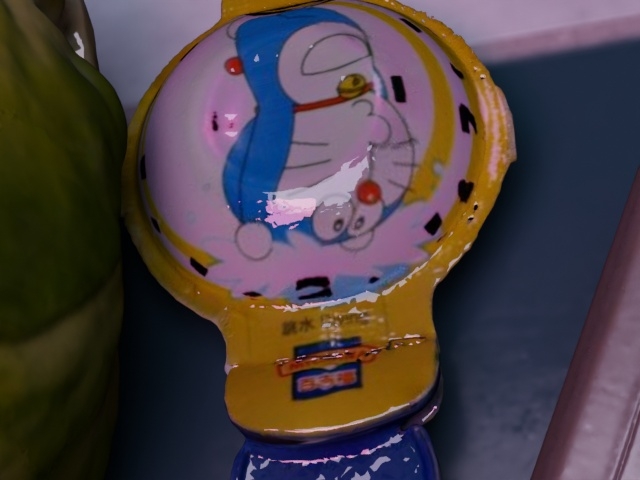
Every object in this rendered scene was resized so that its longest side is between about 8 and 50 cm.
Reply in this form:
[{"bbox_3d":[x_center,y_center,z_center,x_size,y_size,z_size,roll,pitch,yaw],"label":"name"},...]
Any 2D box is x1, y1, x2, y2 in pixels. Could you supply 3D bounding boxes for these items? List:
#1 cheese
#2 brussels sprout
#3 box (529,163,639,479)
[{"bbox_3d":[0.000,0.000,0.637,0.157,0.064,0.250,-11,64,9],"label":"cheese"},{"bbox_3d":[-0.171,0.004,0.604,0.220,0.210,0.271,13,57,11],"label":"brussels sprout"},{"bbox_3d":[0.095,0.096,0.558,0.055,0.103,0.243,18,73,15],"label":"box"}]
